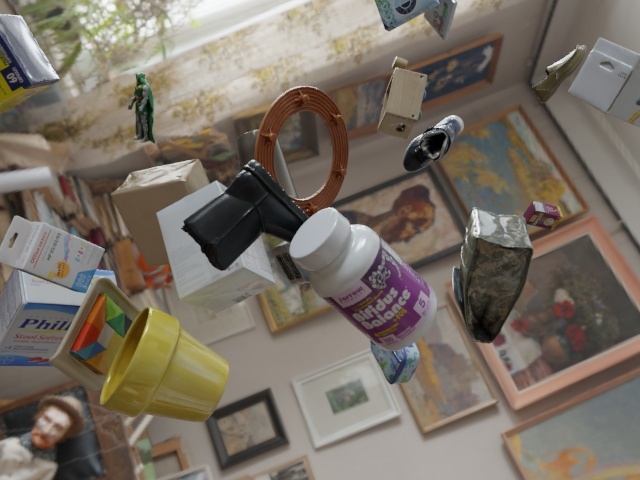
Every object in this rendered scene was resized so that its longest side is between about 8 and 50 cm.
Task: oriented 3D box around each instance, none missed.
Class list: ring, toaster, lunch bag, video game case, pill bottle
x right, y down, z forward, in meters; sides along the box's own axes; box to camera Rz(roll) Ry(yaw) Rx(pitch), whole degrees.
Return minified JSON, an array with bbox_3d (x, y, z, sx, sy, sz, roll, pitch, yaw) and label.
[{"bbox_3d":[-0.032,-0.209,1.644,0.032,0.336,0.336,13,-48,40],"label":"ring"},{"bbox_3d":[-0.062,0.055,2.170,0.185,0.110,0.168,60,-21,-5],"label":"toaster"},{"bbox_3d":[0.424,0.092,1.696,0.235,0.169,0.287,-62,162,-66],"label":"lunch bag"},{"bbox_3d":[0.415,-0.801,2.315,0.143,0.019,0.157,60,-20,29],"label":"video game case"},{"bbox_3d":[0.267,0.392,2.408,0.219,0.090,0.176,-114,-144,-43],"label":"lunch bag"},{"bbox_3d":[0.084,0.076,1.331,0.301,0.169,0.169,42,6,-26],"label":"pill bottle"}]

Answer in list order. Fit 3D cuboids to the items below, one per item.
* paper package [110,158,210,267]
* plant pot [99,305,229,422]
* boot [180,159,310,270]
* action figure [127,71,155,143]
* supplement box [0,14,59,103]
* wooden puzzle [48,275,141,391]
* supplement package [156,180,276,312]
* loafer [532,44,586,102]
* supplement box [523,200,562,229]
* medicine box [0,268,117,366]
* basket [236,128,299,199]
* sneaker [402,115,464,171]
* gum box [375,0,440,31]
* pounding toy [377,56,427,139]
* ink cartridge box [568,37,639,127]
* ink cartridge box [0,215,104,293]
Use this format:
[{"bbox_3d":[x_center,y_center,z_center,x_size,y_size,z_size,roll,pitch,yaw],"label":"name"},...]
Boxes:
[{"bbox_3d":[-0.522,-0.090,2.358,0.168,0.309,0.325,-75,151,-56],"label":"paper package"},{"bbox_3d":[-0.361,0.318,1.598,0.239,0.254,0.254,28,9,-20],"label":"plant pot"},{"bbox_3d":[-0.134,-0.011,1.354,0.246,0.207,0.094,48,-11,-21],"label":"boot"},{"bbox_3d":[-0.608,-0.454,2.267,0.137,0.063,0.232,20,-65,42],"label":"action figure"},{"bbox_3d":[-0.912,-0.416,1.739,0.194,0.356,0.195,61,8,-15],"label":"supplement box"},{"bbox_3d":[-0.544,0.237,1.651,0.221,0.044,0.238,70,39,-57],"label":"wooden puzzle"},{"bbox_3d":[-0.276,0.022,1.783,0.198,0.199,0.262,36,30,-62],"label":"supplement package"},{"bbox_3d":[0.527,-0.374,1.475,0.050,0.148,0.056,38,14,3],"label":"loafer"},{"bbox_3d":[0.600,-0.068,1.799,0.055,0.083,0.043,113,-18,-44],"label":"supplement box"},{"bbox_3d":[-0.732,0.209,1.825,0.289,0.263,0.149,-48,-131,32],"label":"medicine box"},{"bbox_3d":[-0.167,-0.207,2.010,0.204,0.154,0.227,15,58,-65],"label":"basket"},{"bbox_3d":[0.295,-0.253,1.895,0.086,0.226,0.163,44,38,-2],"label":"sneaker"},{"bbox_3d":[0.265,-0.777,2.109,0.041,0.184,0.157,-9,79,-60],"label":"gum box"},{"bbox_3d":[0.216,-0.372,1.716,0.181,0.094,0.206,111,-7,-76],"label":"pounding toy"},{"bbox_3d":[0.637,-0.318,1.378,0.127,0.176,0.128,-64,-147,22],"label":"ink cartridge box"},{"bbox_3d":[-0.555,0.029,1.375,0.061,0.104,0.181,3,-21,47],"label":"ink cartridge box"}]
